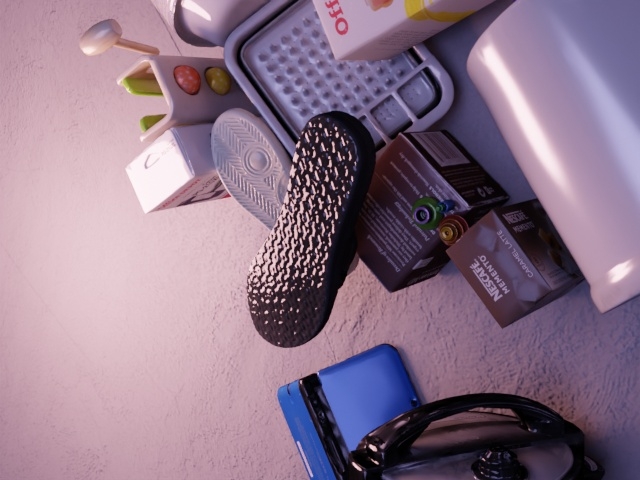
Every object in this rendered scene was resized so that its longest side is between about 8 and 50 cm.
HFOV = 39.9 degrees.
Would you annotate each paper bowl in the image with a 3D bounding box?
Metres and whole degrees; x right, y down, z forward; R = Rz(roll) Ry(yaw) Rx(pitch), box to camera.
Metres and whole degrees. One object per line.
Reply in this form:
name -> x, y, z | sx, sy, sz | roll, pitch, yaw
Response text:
paper bowl -> -0.140, -0.445, 1.513 | 0.284, 0.284, 0.148 | -45, 72, 31

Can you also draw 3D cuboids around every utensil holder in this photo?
utensil holder -> 0.417, -0.149, 1.157 | 0.327, 0.327, 0.386 | -35, 75, 33

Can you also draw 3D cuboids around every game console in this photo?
game console -> 0.074, 0.369, 1.647 | 0.293, 0.173, 0.250 | 67, 155, 8

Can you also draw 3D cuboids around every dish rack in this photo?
dish rack -> 0.030, -0.276, 1.485 | 0.285, 0.072, 0.333 | -37, 83, 5

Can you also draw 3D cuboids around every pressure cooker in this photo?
pressure cooker -> 0.230, 0.438, 1.344 | 0.375, 0.370, 0.421 | 3, 102, 30

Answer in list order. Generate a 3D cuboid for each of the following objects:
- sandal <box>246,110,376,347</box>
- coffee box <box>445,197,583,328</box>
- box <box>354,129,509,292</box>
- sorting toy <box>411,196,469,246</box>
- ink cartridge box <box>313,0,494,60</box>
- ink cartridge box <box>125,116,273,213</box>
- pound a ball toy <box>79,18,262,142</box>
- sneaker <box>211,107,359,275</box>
sandal -> 0.002, 0.000, 1.404 | 0.167, 0.107, 0.446 | 43, 130, 27
coffee box -> 0.307, 0.024, 1.300 | 0.098, 0.246, 0.141 | -44, 72, 31
box -> 0.160, -0.052, 1.437 | 0.167, 0.168, 0.203 | 49, 121, 17
sorting toy -> 0.173, -0.030, 1.304 | 0.102, 0.042, 0.061 | 30, 114, 25
ink cartridge box -> 0.152, -0.462, 1.272 | 0.384, 0.160, 0.279 | -24, 85, 37
ink cartridge box -> -0.208, -0.140, 1.621 | 0.172, 0.237, 0.100 | -31, 80, 42
pound a ball toy -> -0.245, -0.299, 1.586 | 0.135, 0.319, 0.208 | -29, 80, 34
sneaker -> -0.053, -0.090, 1.551 | 0.131, 0.148, 0.350 | -32, 100, 26
